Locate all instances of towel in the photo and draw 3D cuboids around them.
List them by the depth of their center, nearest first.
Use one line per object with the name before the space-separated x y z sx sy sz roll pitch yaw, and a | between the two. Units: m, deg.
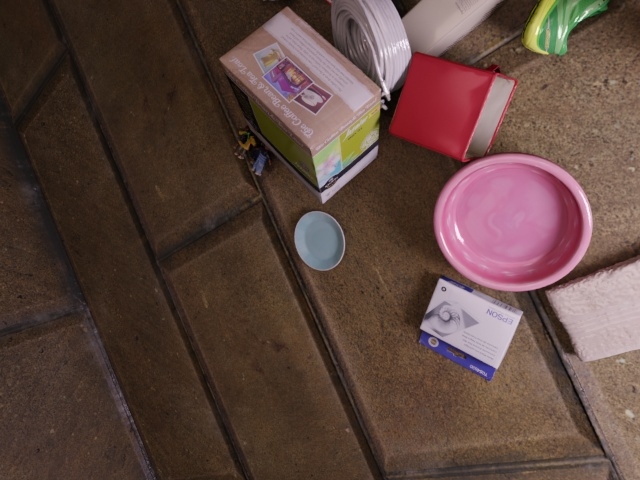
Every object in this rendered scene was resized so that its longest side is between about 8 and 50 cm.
towel | 0.664 0.142 1.017 0.282 0.049 0.187 -30 82 36

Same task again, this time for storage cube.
storage cube | 0.304 -0.308 1.073 0.193 0.184 0.215 28 116 28

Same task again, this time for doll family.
doll family | -0.212 -0.299 1.498 0.193 0.076 0.111 42 116 14

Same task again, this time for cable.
cable | 0.113 -0.463 1.089 0.257 0.089 0.257 54 165 48

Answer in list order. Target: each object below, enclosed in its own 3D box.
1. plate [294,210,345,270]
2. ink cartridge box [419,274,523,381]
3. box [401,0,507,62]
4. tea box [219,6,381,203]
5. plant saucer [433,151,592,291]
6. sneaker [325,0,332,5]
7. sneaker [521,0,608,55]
plate | 0.000 0.000 1.449 0.188 0.024 0.188 9 105 33
ink cartridge box | 0.381 0.237 1.232 0.223 0.045 0.224 25 114 27
box | 0.280 -0.512 1.095 0.275 0.094 0.113 -32 82 35
tea box | -0.037 -0.325 1.183 0.220 0.323 0.329 -41 75 -7
plant saucer | 0.433 -0.045 1.076 0.332 0.084 0.332 12 119 22
sneaker | 0.035 -0.735 1.216 0.128 0.087 0.221 -24 88 37
sneaker | 0.530 -0.515 0.935 0.123 0.109 0.295 29 116 0
